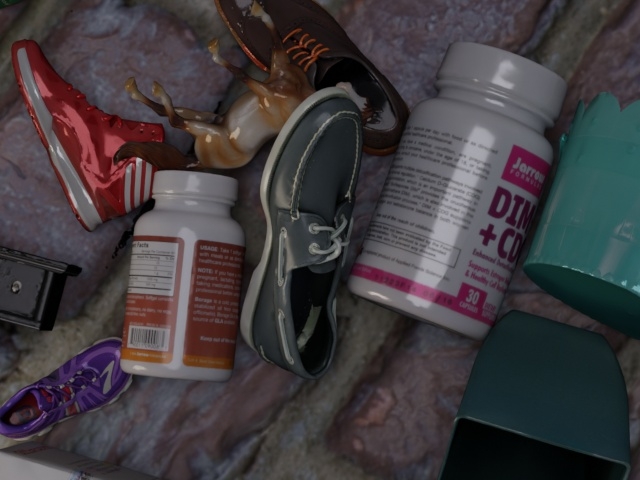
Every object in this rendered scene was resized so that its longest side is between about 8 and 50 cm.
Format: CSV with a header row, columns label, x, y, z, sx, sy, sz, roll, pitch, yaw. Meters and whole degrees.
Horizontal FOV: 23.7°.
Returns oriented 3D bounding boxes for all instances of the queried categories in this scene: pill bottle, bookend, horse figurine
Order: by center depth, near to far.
label,x,y,z,sx,sy,sz,roll,pitch,yaw
pill bottle,0.147,-0.052,1.586,0.160,0.160,0.283,20,87,5
horse figurine,-0.090,-0.135,1.587,0.263,0.066,0.174,-29,127,25
pill bottle,-0.142,0.038,1.617,0.121,0.121,0.216,6,86,4
bookend,-0.360,0.082,1.651,0.156,0.072,0.157,15,87,4

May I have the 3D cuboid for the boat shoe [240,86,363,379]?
label,x,y,z,sx,sy,sz,roll,pitch,yaw
boat shoe,0.000,0.000,1.552,0.099,0.116,0.319,41,128,39

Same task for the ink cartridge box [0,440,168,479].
label,x,y,z,sx,sy,sz,roll,pitch,yaw
ink cartridge box,-0.234,0.320,1.575,0.232,0.171,0.168,16,86,5

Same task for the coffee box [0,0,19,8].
label,x,y,z,sx,sy,sz,roll,pitch,yaw
coffee box,-0.420,-0.297,1.700,0.184,0.040,0.113,-22,84,1

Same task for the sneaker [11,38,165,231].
label,x,y,z,sx,sy,sz,roll,pitch,yaw
sneaker,-0.245,-0.132,1.667,0.128,0.087,0.221,-23,97,-7

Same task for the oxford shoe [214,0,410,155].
label,x,y,z,sx,sy,sz,roll,pitch,yaw
oxford shoe,-0.006,-0.204,1.638,0.271,0.098,0.097,40,89,5

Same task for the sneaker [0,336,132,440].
label,x,y,z,sx,sy,sz,roll,pitch,yaw
sneaker,-0.275,0.166,1.640,0.170,0.071,0.068,-33,84,0

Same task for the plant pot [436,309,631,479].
label,x,y,z,sx,sy,sz,roll,pitch,yaw
plant pot,0.215,0.186,1.521,0.165,0.234,0.165,16,125,5

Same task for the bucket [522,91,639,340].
label,x,y,z,sx,sy,sz,roll,pitch,yaw
bucket,0.346,-0.004,1.513,0.281,0.281,0.183,26,83,5
